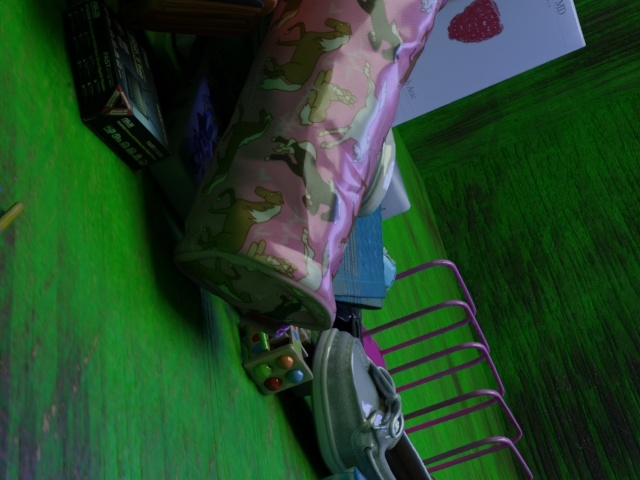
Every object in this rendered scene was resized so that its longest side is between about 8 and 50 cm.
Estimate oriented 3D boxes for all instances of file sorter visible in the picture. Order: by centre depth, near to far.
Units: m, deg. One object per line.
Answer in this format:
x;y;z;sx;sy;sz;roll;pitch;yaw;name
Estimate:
0.150;0.202;1.549;0.202;0.182;0.290;55;16;-53;file sorter

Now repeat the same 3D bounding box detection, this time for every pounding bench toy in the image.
-0.049;0.098;1.104;0.065;0.052;0.083;-100;164;-48;pounding bench toy

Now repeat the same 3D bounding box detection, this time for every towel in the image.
-0.001;-0.112;1.250;0.271;0.040;0.370;15;69;-64;towel

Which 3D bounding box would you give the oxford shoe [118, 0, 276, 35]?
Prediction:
-0.108;-0.259;1.040;0.364;0.130;0.132;-170;-99;-72;oxford shoe

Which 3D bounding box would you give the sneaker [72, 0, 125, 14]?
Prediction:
-0.202;-0.276;1.049;0.084;0.070;0.185;28;41;-66;sneaker

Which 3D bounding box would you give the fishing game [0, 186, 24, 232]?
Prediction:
-0.235;-0.114;0.635;0.189;0.041;0.264;-87;161;-67;fishing game

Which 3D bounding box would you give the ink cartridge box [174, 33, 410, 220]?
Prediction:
-0.042;-0.224;1.508;0.279;0.160;0.384;-101;165;-45;ink cartridge box

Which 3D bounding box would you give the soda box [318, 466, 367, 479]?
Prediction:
0.044;0.297;1.114;0.210;0.071;0.067;56;15;-49;soda box

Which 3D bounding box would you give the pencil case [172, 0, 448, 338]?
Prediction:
-0.002;-0.111;1.040;0.167;0.160;0.386;34;67;-34;pencil case

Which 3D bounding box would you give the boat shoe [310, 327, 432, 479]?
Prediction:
0.071;0.228;1.227;0.118;0.103;0.320;-68;142;-63;boat shoe

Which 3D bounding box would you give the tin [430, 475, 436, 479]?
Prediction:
0.178;0.418;1.659;0.106;0.040;0.189;-93;159;-51;tin

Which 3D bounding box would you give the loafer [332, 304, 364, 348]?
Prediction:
0.012;0.096;1.356;0.078;0.076;0.223;67;10;-61;loafer

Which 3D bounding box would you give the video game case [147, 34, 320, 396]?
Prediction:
-0.061;-0.050;1.231;0.300;0.036;0.329;-80;149;-48;video game case

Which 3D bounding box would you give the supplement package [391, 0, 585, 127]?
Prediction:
0.180;-0.317;1.567;0.177;0.293;0.175;57;14;-48;supplement package

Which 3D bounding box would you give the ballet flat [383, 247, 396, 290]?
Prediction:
0.000;0.000;1.481;0.241;0.091;0.077;41;-19;-33;ballet flat

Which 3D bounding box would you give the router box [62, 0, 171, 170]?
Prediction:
-0.173;-0.134;0.986;0.092;0.038;0.122;51;20;-60;router box

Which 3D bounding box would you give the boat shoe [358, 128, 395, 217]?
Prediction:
0.023;-0.138;1.189;0.081;0.079;0.227;15;69;-43;boat shoe
